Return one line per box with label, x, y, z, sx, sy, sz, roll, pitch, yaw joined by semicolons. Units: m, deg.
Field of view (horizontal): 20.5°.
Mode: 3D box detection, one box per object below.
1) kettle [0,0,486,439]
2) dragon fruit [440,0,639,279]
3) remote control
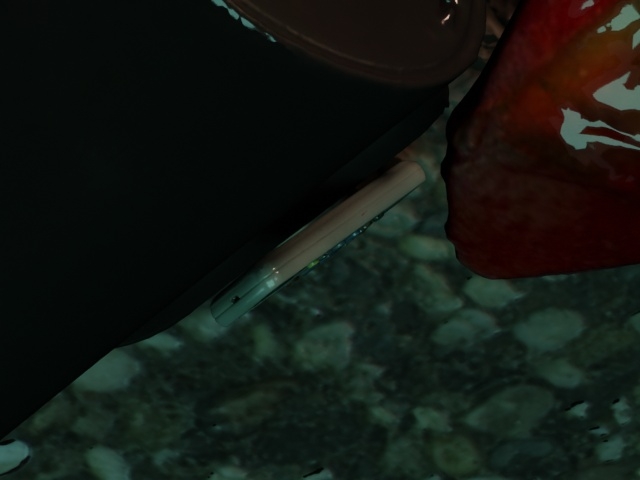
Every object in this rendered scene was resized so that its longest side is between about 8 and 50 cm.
kettle;-0.097;-0.063;0.720;0.203;0.262;0.308;50;123;2
dragon fruit;0.222;-0.089;0.692;0.344;0.100;0.282;-13;133;-15
remote control;0.000;0.000;0.803;0.018;0.124;0.053;54;135;1
